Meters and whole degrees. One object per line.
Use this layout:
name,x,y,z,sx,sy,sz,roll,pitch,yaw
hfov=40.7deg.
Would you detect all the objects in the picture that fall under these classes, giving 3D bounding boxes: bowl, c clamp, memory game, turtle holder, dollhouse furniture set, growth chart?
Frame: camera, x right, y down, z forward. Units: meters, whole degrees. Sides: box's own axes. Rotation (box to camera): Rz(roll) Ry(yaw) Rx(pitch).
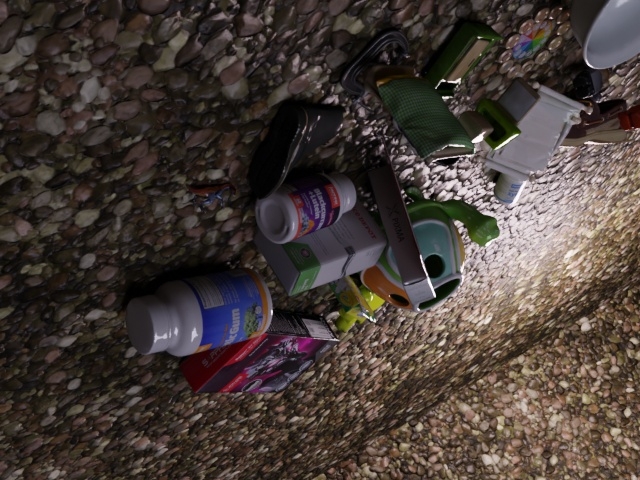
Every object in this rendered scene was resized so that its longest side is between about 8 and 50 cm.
bowl,0.586,-0.486,1.659,0.297,0.134,0.298,-28,153,-15
c clamp,0.101,-0.303,1.533,0.161,0.022,0.137,-46,147,24
memory game,0.435,-0.405,1.755,0.186,0.012,0.186,-27,153,-15
turtle holder,0.237,0.032,2.010,0.320,0.227,0.243,-13,146,-37
dollhouse furniture set,0.245,-0.266,1.517,0.301,0.198,0.151,-13,149,-52
growth chart,0.470,-0.241,1.938,0.237,0.171,0.021,-57,-172,28

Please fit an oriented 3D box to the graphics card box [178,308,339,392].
graphics card box,-0.142,0.275,2.128,0.233,0.094,0.371,-44,153,17

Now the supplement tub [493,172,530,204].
supplement tub,0.481,-0.147,2.173,0.071,0.071,0.107,-24,152,-21

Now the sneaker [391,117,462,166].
sneaker,0.246,-0.188,1.770,0.107,0.124,0.283,-42,153,16

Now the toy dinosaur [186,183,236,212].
toy dinosaur,-0.187,-0.084,1.541,0.082,0.047,0.090,-44,148,-24

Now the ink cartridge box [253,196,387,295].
ink cartridge box,0.000,0.000,1.758,0.219,0.160,0.093,-17,150,-31

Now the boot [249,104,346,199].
boot,-0.037,-0.159,1.557,0.137,0.077,0.198,-14,148,-45

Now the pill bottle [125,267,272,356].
pill bottle,-0.244,0.147,1.730,0.271,0.152,0.152,-11,145,-41

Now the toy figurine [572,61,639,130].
toy figurine,0.685,-0.370,1.889,0.148,0.209,0.213,-33,152,-43

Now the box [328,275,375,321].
box,0.060,0.116,1.998,0.043,0.179,0.105,-39,153,8

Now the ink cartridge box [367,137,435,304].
ink cartridge box,0.156,-0.034,1.753,0.060,0.275,0.239,-19,154,7

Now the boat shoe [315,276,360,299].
boat shoe,0.050,0.125,2.148,0.153,0.048,0.056,5,134,-52

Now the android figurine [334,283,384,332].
android figurine,0.149,0.129,2.228,0.273,0.056,0.248,-49,163,29

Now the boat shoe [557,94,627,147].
boat shoe,0.606,-0.295,2.053,0.341,0.123,0.123,-5,112,-29

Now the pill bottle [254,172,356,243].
pill bottle,-0.023,-0.069,1.664,0.193,0.108,0.108,-22,152,-42
